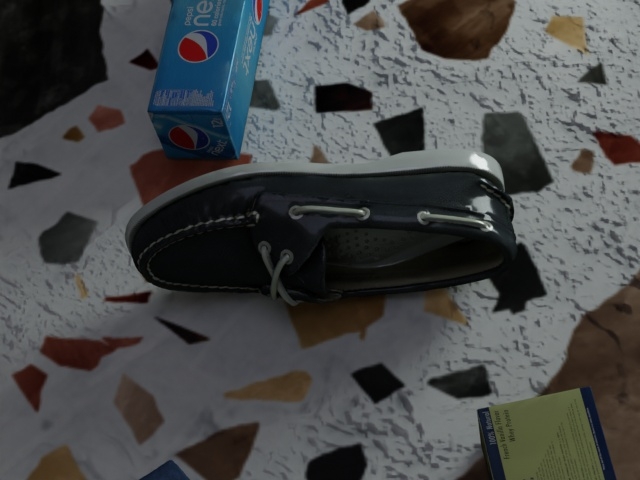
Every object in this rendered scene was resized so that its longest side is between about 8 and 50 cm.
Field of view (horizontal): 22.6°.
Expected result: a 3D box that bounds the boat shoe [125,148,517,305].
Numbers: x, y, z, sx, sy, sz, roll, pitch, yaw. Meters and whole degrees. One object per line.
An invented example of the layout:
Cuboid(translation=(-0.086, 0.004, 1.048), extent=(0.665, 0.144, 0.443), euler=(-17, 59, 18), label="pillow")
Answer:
Cuboid(translation=(0.000, 0.000, 1.229), extent=(0.302, 0.114, 0.091), euler=(-12, 51, 3), label="boat shoe")

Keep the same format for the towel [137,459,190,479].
Cuboid(translation=(-0.138, 0.217, 1.165), extent=(0.119, 0.029, 0.067), euler=(-35, 59, -12), label="towel")

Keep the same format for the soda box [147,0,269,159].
Cuboid(translation=(-0.092, -0.174, 1.379), extent=(0.067, 0.071, 0.210), euler=(2, 58, 12), label="soda box")

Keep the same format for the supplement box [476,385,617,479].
Cuboid(translation=(0.161, 0.159, 1.133), extent=(0.083, 0.056, 0.083), euler=(-12, 57, 2), label="supplement box")
